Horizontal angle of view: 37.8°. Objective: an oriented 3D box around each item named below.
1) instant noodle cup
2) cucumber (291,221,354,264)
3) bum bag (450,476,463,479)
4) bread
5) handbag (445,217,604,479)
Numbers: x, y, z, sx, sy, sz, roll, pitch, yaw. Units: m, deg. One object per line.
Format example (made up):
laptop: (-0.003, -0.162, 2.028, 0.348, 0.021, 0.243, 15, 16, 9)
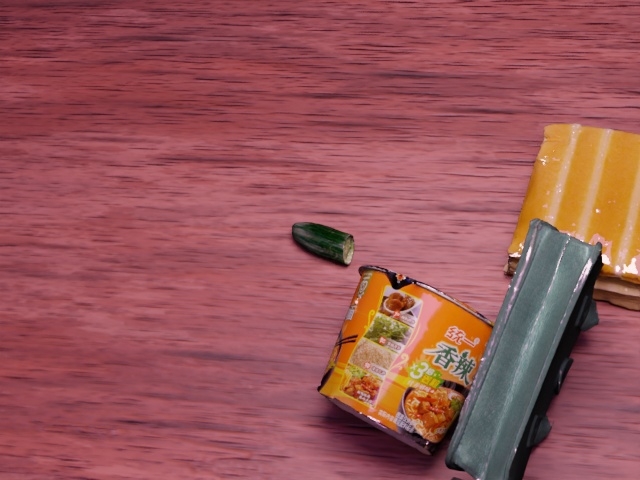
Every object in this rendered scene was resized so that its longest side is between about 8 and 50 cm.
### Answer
instant noodle cup: (0.112, 0.164, 1.244, 0.230, 0.230, 0.182, 26, 80, 19)
cucumber: (0.000, 0.000, 1.426, 0.105, 0.048, 0.048, 19, 67, 17)
bum bag: (0.272, 0.413, 1.155, 0.340, 0.095, 0.144, 19, 82, 18)
bread: (0.407, -0.034, 1.354, 0.239, 0.111, 0.246, 12, 68, 17)
handbag: (0.269, 0.151, 1.167, 0.089, 0.238, 0.326, 19, 87, 24)
